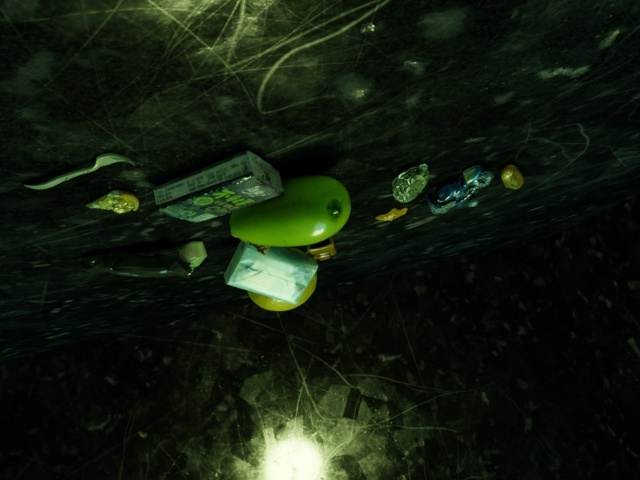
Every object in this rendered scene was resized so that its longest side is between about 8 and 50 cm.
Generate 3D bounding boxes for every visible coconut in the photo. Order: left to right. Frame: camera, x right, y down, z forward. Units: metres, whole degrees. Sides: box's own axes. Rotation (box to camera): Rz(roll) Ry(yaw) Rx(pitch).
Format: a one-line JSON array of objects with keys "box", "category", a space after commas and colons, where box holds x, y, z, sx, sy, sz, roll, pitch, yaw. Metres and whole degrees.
[{"box": [-0.395, 0.043, 1.631, 0.082, 0.081, 0.083, -8, -174, 40], "category": "coconut"}]

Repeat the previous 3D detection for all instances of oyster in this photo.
[{"box": [0.255, -0.162, 1.489, 0.125, 0.064, 0.177, -27, 159, -7], "category": "oyster"}]

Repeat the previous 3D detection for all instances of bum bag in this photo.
[{"box": [-0.535, 0.069, 1.544, 0.326, 0.079, 0.142, 3, 172, -16], "category": "bum bag"}]

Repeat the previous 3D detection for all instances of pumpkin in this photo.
[{"box": [0.255, -0.086, 1.877, 0.073, 0.035, 0.101, -6, 164, -42], "category": "pumpkin"}]

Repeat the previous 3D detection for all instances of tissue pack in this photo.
[{"box": [-0.218, -0.109, 1.149, 0.236, 0.073, 0.173, -18, 168, 16], "category": "tissue pack"}, {"box": [-0.162, 0.102, 1.748, 0.263, 0.089, 0.177, 21, 109, -27], "category": "tissue pack"}]

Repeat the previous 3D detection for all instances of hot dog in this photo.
[{"box": [0.619, -0.205, 1.716, 0.066, 0.047, 0.216, -57, 154, 14], "category": "hot dog"}]

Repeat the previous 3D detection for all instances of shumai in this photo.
[{"box": [-0.186, -0.025, 1.552, 0.139, 0.105, 0.123, -48, 150, 22], "category": "shumai"}]

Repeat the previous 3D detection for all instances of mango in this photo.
[{"box": [-0.082, -0.068, 1.280, 0.343, 0.156, 0.192, -6, -157, 32], "category": "mango"}]

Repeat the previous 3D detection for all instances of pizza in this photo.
[{"box": [-0.451, -0.077, 1.148, 0.109, 0.026, 0.123, -10, 168, -6], "category": "pizza"}]

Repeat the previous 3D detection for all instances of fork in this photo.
[{"box": [-0.441, -0.125, 0.960, 0.220, 0.028, 0.034, -12, 176, 12], "category": "fork"}]

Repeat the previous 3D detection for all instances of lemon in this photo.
[{"box": [-0.142, 0.140, 1.976, 0.320, 0.245, 0.245, -7, 167, -45], "category": "lemon"}]

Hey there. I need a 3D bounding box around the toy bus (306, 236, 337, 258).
[{"box": [0.000, 0.000, 1.790, 0.098, 0.114, 0.201, -13, 168, 1], "category": "toy bus"}]

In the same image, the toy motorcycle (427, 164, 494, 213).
[{"box": [0.421, -0.152, 1.648, 0.136, 0.092, 0.254, 7, 149, -35], "category": "toy motorcycle"}]
